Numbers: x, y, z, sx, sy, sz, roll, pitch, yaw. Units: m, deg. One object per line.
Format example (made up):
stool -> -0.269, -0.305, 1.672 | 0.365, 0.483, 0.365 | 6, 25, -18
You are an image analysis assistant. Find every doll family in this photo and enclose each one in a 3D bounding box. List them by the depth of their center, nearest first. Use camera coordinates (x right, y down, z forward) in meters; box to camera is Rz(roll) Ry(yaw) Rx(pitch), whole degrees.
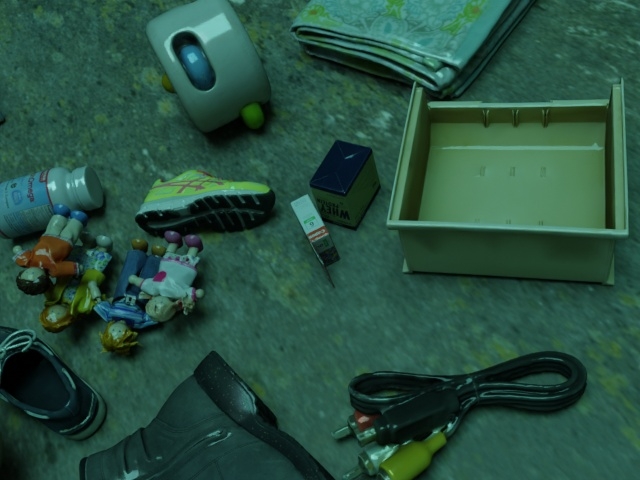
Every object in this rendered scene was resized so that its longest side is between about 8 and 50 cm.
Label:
doll family -> -0.282, 0.068, 0.991 | 0.263, 0.118, 0.163 | 12, 51, 2

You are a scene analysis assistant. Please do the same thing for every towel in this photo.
towel -> 0.172, -0.409, 1.203 | 0.320, 0.090, 0.374 | 26, 65, 29

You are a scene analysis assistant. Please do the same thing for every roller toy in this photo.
roller toy -> -0.179, -0.273, 1.137 | 0.146, 0.191, 0.209 | -28, 53, -4

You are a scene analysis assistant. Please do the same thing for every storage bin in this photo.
storage bin -> 0.240, -0.086, 0.930 | 0.262, 0.123, 0.260 | 2, 56, 18

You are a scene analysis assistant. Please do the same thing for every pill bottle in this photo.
pill bottle -> -0.419, -0.062, 1.118 | 0.160, 0.087, 0.087 | -15, 53, 4

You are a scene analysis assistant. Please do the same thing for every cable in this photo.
cable -> 0.148, 0.184, 0.824 | 0.287, 0.072, 0.139 | -17, 34, -12

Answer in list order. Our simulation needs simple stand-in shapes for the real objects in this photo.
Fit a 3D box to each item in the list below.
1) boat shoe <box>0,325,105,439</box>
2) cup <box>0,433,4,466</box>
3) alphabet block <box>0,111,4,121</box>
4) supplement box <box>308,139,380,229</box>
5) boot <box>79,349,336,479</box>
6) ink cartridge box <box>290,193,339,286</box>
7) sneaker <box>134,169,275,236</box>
boat shoe -> -0.386, 0.170, 0.948 | 0.254, 0.079, 0.095 | 30, 68, 31
cup -> -0.499, 0.259, 0.800 | 0.331, 0.331, 0.237 | 15, 36, 24
alphabet block -> -0.713, -0.263, 1.282 | 0.197, 0.192, 0.193 | -37, 52, -13
supplement box -> 0.035, -0.076, 1.004 | 0.056, 0.083, 0.083 | 18, 62, 26
boot -> -0.103, 0.292, 0.777 | 0.223, 0.118, 0.338 | -42, 44, -12
ink cartridge box -> 0.000, 0.000, 0.973 | 0.029, 0.063, 0.115 | -27, 53, -2
sneaker -> -0.164, -0.068, 1.057 | 0.208, 0.081, 0.094 | -4, 52, 13
